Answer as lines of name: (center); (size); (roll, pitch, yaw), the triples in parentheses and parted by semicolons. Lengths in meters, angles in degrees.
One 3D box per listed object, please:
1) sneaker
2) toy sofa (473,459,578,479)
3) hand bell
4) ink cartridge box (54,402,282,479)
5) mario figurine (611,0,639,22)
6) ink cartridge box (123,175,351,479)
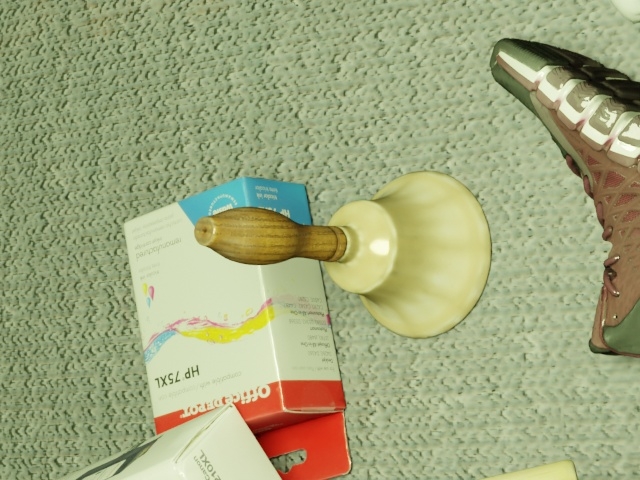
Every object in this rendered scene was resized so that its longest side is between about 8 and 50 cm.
sneaker: (0.193, -0.013, 1.297); (0.281, 0.106, 0.162); (39, 113, 34)
toy sofa: (0.128, 0.320, 1.209); (0.150, 0.177, 0.362); (-13, 106, 8)
hand bell: (0.000, 0.000, 1.359); (0.126, 0.242, 0.126); (-5, 82, 39)
ink cartridge box: (-0.125, 0.249, 1.481); (0.237, 0.100, 0.172); (-26, 100, 35)
mario figurine: (0.228, -0.239, 1.244); (0.320, 0.170, 0.198); (27, 111, 60)
ink cartridge box: (-0.064, 0.080, 1.507); (0.134, 0.078, 0.231); (-20, 74, 36)
